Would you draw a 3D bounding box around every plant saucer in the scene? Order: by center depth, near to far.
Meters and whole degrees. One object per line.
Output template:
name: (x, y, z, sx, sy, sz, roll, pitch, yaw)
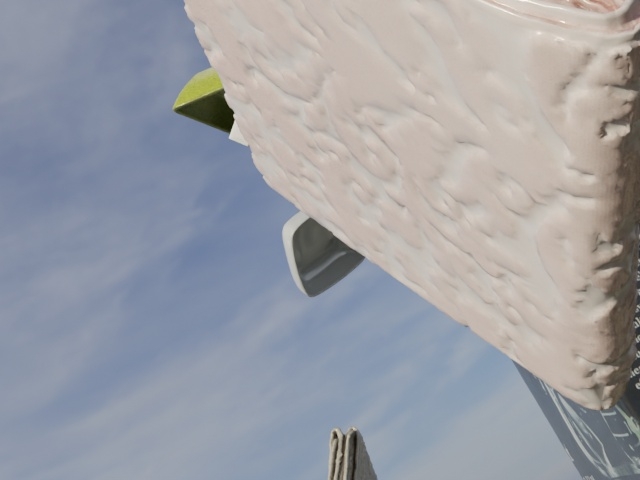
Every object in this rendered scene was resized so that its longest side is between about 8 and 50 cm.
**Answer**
plant saucer: (-0.066, -0.195, 1.273, 0.188, 0.045, 0.188, -19, -12, 21)

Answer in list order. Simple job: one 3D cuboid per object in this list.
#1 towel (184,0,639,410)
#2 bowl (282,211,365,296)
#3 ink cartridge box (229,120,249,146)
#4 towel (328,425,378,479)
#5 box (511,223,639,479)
towel: (0.045, -0.068, 0.578, 0.053, 0.317, 0.332, -45, -33, -15)
bowl: (0.000, 0.000, 1.553, 0.142, 0.053, 0.142, -36, -49, -29)
ink cartridge box: (-0.076, -0.156, 1.214, 0.083, 0.028, 0.048, -69, -12, 14)
towel: (0.063, 0.404, 1.390, 0.049, 0.187, 0.282, -9, -51, 13)
box: (0.418, 0.108, 1.283, 0.297, 0.471, 0.480, -27, -16, -3)
